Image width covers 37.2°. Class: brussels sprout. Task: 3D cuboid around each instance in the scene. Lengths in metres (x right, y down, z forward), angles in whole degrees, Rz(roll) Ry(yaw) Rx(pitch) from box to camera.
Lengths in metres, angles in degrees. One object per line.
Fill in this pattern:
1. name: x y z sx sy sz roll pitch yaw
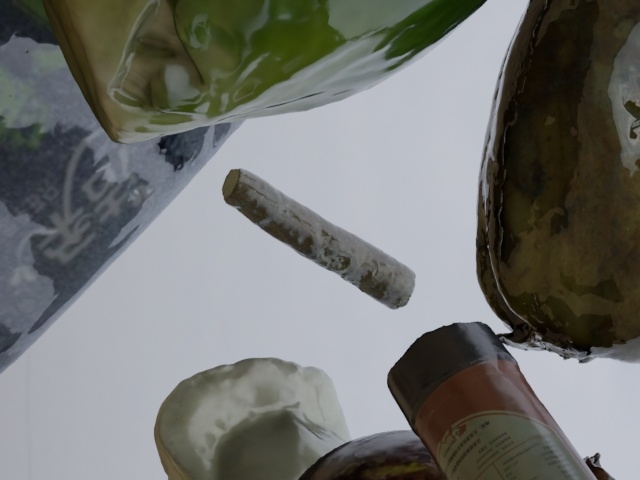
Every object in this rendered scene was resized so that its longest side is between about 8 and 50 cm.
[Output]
1. brussels sprout: -0.019 -0.167 0.458 0.210 0.271 0.219 55 -3 -13

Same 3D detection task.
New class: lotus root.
1. lotus root: 0.183 -0.059 0.598 0.152 0.160 0.275 25 75 -75

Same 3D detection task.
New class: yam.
1. yam: 0.000 0.000 1.116 0.061 0.274 0.061 -39 -146 33

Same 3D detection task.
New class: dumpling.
1. dumpling: -0.021 0.195 0.636 0.132 0.162 0.250 -9 -76 48

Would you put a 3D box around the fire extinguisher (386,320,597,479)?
1. fire extinguisher: 0.081 0.107 0.322 0.062 0.050 0.177 -61 -139 31

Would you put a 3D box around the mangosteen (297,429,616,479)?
1. mangosteen: 0.078 0.181 0.494 0.192 0.217 0.192 51 -29 44

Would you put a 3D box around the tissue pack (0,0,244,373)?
1. tissue pack: -0.255 -0.113 0.540 0.288 0.394 0.124 -46 -137 -7
